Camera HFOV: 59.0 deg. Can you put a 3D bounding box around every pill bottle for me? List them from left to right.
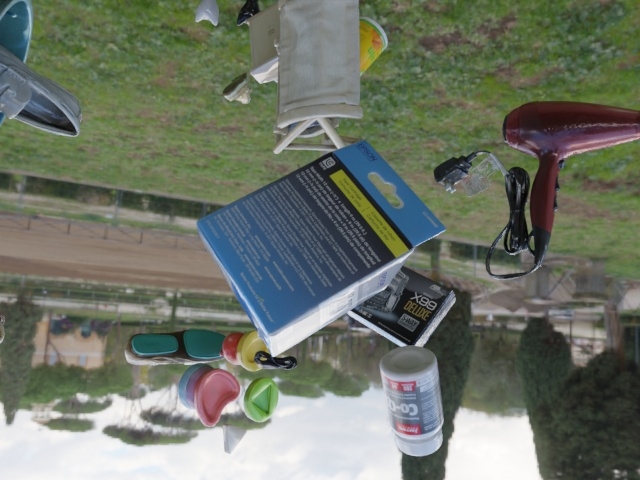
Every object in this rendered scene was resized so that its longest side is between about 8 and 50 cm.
[{"bbox_3d":[0.096,-0.601,1.858,0.136,0.245,0.136,38,168,10],"label":"pill bottle"},{"bbox_3d":[0.267,0.461,1.621,0.161,0.283,0.161,-10,-160,3],"label":"pill bottle"}]

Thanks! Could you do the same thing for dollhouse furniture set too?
[{"bbox_3d":[-0.006,-0.461,1.469,0.286,0.198,0.303,-22,147,22],"label":"dollhouse furniture set"},{"bbox_3d":[0.055,-0.238,1.799,0.129,0.183,0.129,9,-156,-7],"label":"dollhouse furniture set"}]

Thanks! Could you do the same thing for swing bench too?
[{"bbox_3d":[-0.012,-0.325,1.117,0.165,0.253,0.254,1,171,-4],"label":"swing bench"}]

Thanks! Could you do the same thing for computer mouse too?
[{"bbox_3d":[-0.109,0.197,1.296,0.106,0.193,0.042,-6,177,29],"label":"computer mouse"}]

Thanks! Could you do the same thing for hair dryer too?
[{"bbox_3d":[0.330,-0.096,0.822,0.293,0.223,0.080,-39,156,26],"label":"hair dryer"}]

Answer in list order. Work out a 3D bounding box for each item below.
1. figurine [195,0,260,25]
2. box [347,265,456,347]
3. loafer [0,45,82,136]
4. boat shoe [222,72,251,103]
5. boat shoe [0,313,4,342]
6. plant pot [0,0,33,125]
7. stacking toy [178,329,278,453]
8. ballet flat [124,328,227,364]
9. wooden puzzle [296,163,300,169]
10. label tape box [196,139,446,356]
[{"bbox_3d":[-0.265,-0.733,1.658,0.215,0.209,0.092,7,-172,9],"label":"figurine"},{"bbox_3d":[0.269,0.217,1.946,0.307,0.242,0.076,28,161,38],"label":"box"},{"bbox_3d":[-0.621,-0.305,1.138,0.112,0.111,0.319,-41,149,18],"label":"loafer"},{"bbox_3d":[-0.229,-0.433,1.650,0.068,0.072,0.190,-20,-155,19],"label":"boat shoe"},{"bbox_3d":[-0.648,0.180,1.043,0.123,0.123,0.342,5,160,-8],"label":"boat shoe"},{"bbox_3d":[-0.774,-0.368,1.053,0.334,0.341,0.341,20,166,-20],"label":"plant pot"},{"bbox_3d":[-0.271,0.435,1.670,0.130,0.279,0.309,2,-154,39],"label":"stacking toy"},{"bbox_3d":[-0.454,0.352,1.797,0.342,0.116,0.124,3,144,-36],"label":"ballet flat"},{"bbox_3d":[-0.036,-0.130,1.292,0.014,0.116,0.078,-18,140,0],"label":"wooden puzzle"},{"bbox_3d":[0.000,0.000,0.984,0.348,0.249,0.115,-29,153,-17],"label":"label tape box"}]
